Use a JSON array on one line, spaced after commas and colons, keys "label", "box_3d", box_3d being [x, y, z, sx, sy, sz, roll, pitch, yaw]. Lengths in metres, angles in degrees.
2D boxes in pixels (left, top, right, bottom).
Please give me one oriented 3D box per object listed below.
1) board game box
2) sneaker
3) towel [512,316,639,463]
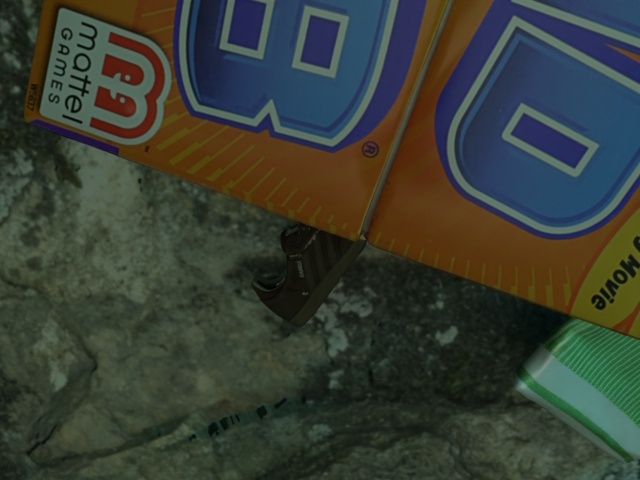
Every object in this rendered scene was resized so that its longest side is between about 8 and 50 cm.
[{"label": "board game box", "box_3d": [0.095, -0.210, 0.445, 0.357, 0.356, 0.356, 20, 110, 0]}, {"label": "sneaker", "box_3d": [0.000, 0.000, 0.684, 0.071, 0.066, 0.188, 32, 109, -4]}, {"label": "towel", "box_3d": [0.351, 0.071, 0.631, 0.325, 0.038, 0.248, -42, 127, 17]}]
